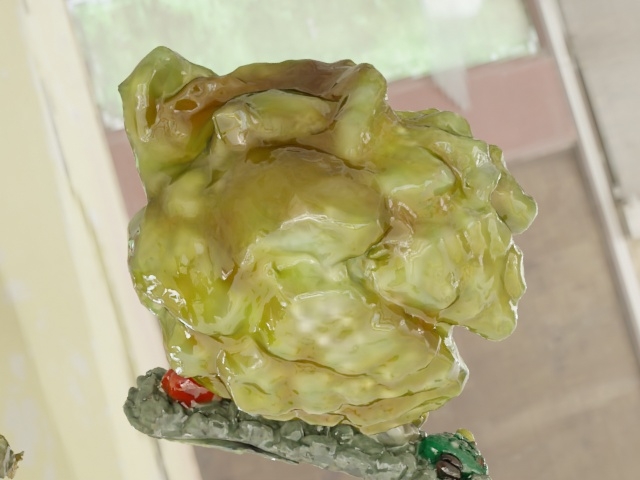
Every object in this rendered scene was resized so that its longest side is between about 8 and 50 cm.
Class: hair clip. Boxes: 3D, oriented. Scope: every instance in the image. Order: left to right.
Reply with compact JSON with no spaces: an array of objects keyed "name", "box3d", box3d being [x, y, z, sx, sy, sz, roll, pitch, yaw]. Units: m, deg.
[{"name":"hair clip","box3d":[0.000,0.146,1.291,0.321,0.091,0.138,14,-173,3]}]

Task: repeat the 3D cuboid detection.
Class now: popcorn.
[{"name":"popcorn","box3d":[-0.008,0.000,1.184,0.336,0.279,0.274,2,169,40]}]

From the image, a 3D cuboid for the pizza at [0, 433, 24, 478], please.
[{"name":"pizza","box3d":[-0.306,0.145,1.091,0.197,0.058,0.292,23,121,-23]}]
